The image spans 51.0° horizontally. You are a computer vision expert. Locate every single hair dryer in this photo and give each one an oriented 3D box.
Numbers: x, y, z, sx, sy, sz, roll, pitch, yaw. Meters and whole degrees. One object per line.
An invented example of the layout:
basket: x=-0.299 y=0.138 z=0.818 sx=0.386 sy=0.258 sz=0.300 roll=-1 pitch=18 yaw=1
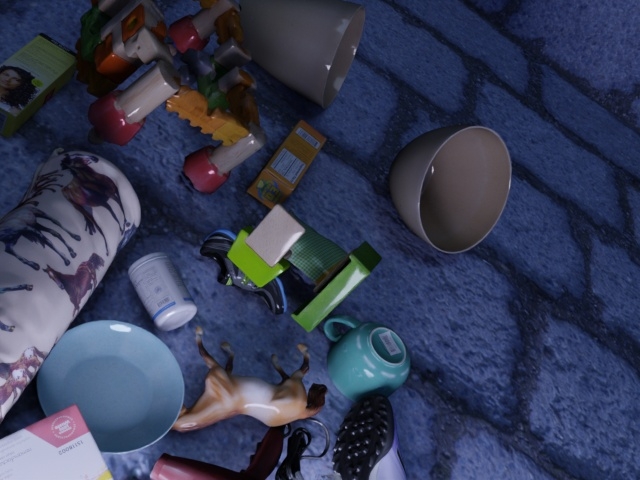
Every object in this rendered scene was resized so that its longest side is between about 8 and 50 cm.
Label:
hair dryer: x=-0.089 y=0.332 z=0.926 sx=0.294 sy=0.080 sz=0.223 roll=12 pitch=17 yaw=-30

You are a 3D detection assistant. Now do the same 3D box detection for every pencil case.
pencil case: x=-0.392 y=0.040 z=0.881 sx=0.183 sy=0.160 sz=0.410 roll=47 pitch=36 yaw=-21

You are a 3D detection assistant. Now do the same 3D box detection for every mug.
mug: x=0.079 y=0.199 z=1.154 sx=0.158 sy=0.097 sz=0.129 roll=29 pitch=40 yaw=-13

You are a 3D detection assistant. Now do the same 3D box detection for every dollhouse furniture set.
dollhouse furniture set: x=0.000 y=0.000 z=1.176 sx=0.197 sy=0.151 sz=0.301 roll=44 pitch=20 yaw=4

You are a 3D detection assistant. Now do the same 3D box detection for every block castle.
block castle: x=-0.293 y=-0.334 z=1.265 sx=0.303 sy=0.213 sz=0.453 roll=28 pitch=40 yaw=-48

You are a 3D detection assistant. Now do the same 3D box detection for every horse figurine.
horse figurine: x=-0.097 y=0.220 z=1.008 sx=0.263 sy=0.066 sz=0.174 roll=14 pitch=34 yaw=-17

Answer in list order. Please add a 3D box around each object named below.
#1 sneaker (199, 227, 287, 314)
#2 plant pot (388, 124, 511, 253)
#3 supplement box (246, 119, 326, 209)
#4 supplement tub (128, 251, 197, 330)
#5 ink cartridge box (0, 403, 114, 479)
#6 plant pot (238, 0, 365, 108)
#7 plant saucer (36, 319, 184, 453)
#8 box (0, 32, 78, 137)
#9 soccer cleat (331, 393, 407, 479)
sneaker: x=-0.133 y=0.063 z=1.156 sx=0.188 sy=0.067 sz=0.078 roll=44 pitch=60 yaw=3
plant pot: x=0.266 y=-0.133 z=1.526 sx=0.284 sy=0.284 sz=0.191 roll=3 pitch=15 yaw=-37
supplement box: x=-0.067 y=-0.160 z=1.402 sx=0.080 sy=0.078 sz=0.233 roll=39 pitch=39 yaw=-6
supplement tub: x=-0.243 y=0.079 z=1.035 sx=0.071 sy=0.071 sz=0.107 roll=-11 pitch=60 yaw=-44
ink cartridge box: x=-0.289 y=0.304 z=0.759 sx=0.115 sy=0.067 sz=0.198 roll=-24 pitch=75 yaw=-32
plant pot: x=-0.067 y=-0.486 z=1.614 sx=0.274 sy=0.256 sz=0.256 roll=23 pitch=38 yaw=7
plant saucer: x=-0.283 y=0.200 z=0.908 sx=0.195 sy=0.037 sz=0.194 roll=19 pitch=44 yaw=-20
box: x=-0.513 y=-0.276 z=1.171 sx=0.087 sy=0.058 sz=0.232 roll=30 pitch=39 yaw=-13
soccer cleat: x=0.090 y=0.382 z=1.001 sx=0.116 sy=0.109 sz=0.318 roll=43 pitch=31 yaw=-31
